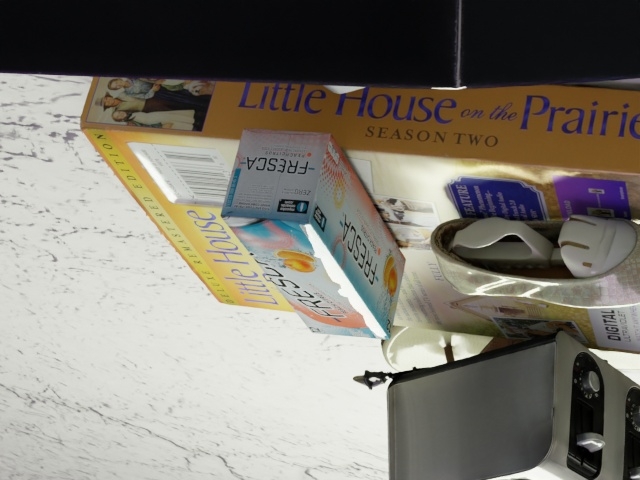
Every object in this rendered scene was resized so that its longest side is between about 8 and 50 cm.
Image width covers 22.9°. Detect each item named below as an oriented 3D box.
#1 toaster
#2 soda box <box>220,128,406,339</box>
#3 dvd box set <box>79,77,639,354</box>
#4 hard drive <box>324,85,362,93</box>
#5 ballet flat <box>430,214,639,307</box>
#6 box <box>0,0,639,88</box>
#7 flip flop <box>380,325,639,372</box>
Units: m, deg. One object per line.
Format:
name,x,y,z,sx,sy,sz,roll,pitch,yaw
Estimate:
toaster,0.146,0.155,1.186,0.186,0.110,0.168,-19,144,33
soda box,0.000,0.000,0.989,0.058,0.063,0.183,4,156,21
dvd box set,0.085,-0.014,1.075,0.420,0.062,0.307,6,157,19
hard drive,-0.027,-0.178,0.777,0.307,0.040,0.203,32,152,-36
ballet flat,0.139,0.009,0.945,0.168,0.057,0.052,-3,143,34
box,-0.004,-0.110,0.591,0.261,0.103,0.184,7,-167,39
flip flop,0.169,0.094,1.259,0.277,0.080,0.112,1,154,30
